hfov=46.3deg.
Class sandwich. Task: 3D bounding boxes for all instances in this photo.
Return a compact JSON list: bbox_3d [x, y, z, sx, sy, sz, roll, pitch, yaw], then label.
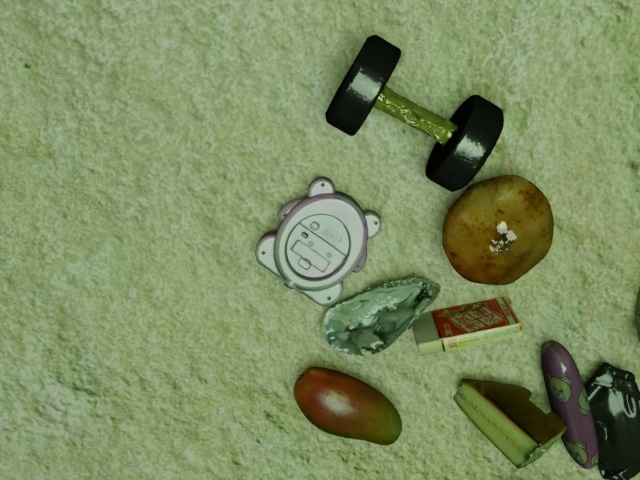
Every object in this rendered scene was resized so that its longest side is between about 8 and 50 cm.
[{"bbox_3d":[0.433,0.408,1.745,0.235,0.128,0.122,45,128,33],"label":"sandwich"}]

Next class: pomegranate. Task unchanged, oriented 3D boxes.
[{"bbox_3d":[0.379,-0.021,1.598,0.248,0.248,0.248,0,105,1],"label":"pomegranate"}]

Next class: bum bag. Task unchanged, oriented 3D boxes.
[{"bbox_3d":[0.712,0.432,1.782,0.142,0.080,0.326,-13,107,12],"label":"bum bag"}]

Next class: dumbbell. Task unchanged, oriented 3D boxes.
[{"bbox_3d":[0.192,-0.258,1.544,0.322,0.204,0.204,29,103,-6],"label":"dumbbell"}]

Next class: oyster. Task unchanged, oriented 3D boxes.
[{"bbox_3d":[0.131,0.161,1.714,0.199,0.087,0.252,30,85,14],"label":"oyster"}]

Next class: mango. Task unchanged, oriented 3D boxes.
[{"bbox_3d":[0.072,0.392,1.759,0.289,0.129,0.146,21,102,-13],"label":"mango"}]

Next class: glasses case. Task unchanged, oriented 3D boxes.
[{"bbox_3d":[0.579,0.382,1.744,0.075,0.123,0.316,-19,103,0],"label":"glasses case"}]

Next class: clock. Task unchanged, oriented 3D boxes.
[{"bbox_3d":[0.000,0.000,1.675,0.227,0.090,0.248,35,101,-8],"label":"clock"}]

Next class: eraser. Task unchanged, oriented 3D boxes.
[{"bbox_3d":[0.322,0.191,1.681,0.230,0.157,0.038,-12,107,4],"label":"eraser"}]

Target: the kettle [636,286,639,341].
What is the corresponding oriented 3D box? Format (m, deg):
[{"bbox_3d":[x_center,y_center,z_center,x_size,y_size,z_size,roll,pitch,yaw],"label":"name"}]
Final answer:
[{"bbox_3d":[0.912,0.206,1.653,0.376,0.250,0.361,10,125,-4],"label":"kettle"}]
